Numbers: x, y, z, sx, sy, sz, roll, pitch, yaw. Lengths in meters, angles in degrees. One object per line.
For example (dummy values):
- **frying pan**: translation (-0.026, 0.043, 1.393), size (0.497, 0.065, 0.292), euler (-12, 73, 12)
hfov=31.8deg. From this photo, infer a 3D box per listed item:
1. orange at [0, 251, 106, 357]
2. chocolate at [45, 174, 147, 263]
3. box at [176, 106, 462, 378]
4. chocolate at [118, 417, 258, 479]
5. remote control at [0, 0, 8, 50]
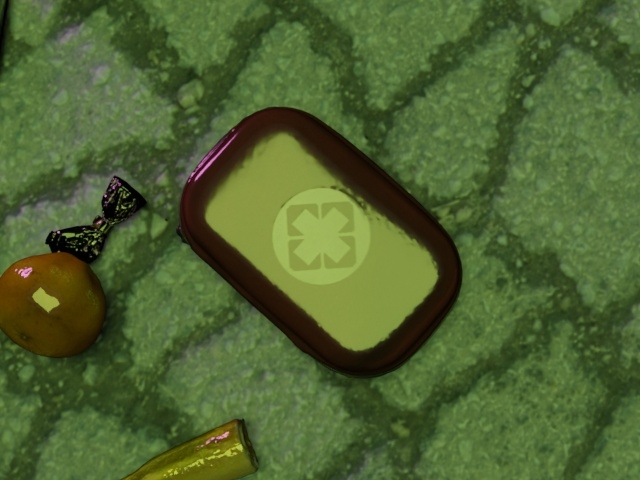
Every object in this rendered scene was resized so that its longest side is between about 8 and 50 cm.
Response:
- **orange**: translation (-0.369, 0.085, 1.546), size (0.159, 0.159, 0.136), euler (27, 56, 6)
- **chocolate**: translation (-0.319, -0.023, 1.606), size (0.147, 0.070, 0.072), euler (-42, 92, 8)
- **box**: translation (0.000, 0.000, 1.553), size (0.404, 0.108, 0.263), euler (41, 87, 7)
- **chocolate**: translation (-0.197, 0.317, 1.537), size (0.219, 0.085, 0.085), euler (-21, 82, 0)
- **remote control**: translation (-0.506, -0.287, 1.653), size (0.072, 0.042, 0.222), euler (6, 82, 4)
